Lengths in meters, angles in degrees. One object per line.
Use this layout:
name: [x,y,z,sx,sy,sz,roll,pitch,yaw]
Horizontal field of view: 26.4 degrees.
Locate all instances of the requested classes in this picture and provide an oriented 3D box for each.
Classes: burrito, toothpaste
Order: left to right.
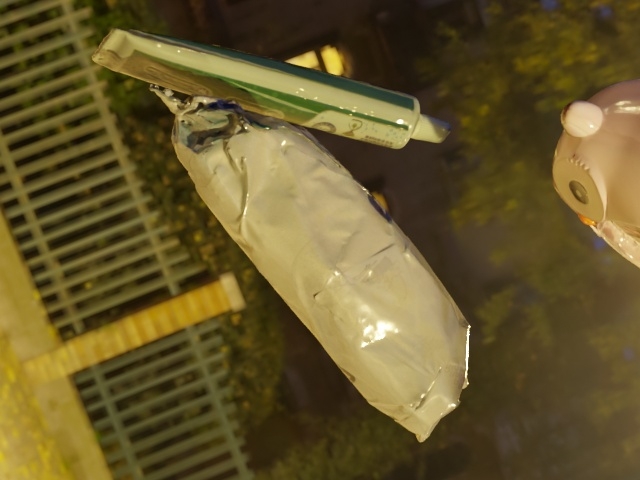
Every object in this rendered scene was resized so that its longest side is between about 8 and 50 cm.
toothpaste: [-0.041,-0.159,1.436,0.099,0.392,0.061,149,-49,-65]
burrito: [0.000,0.000,1.341,0.445,0.139,0.101,50,-15,-12]

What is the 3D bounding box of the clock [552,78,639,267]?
clock: [0.516,-0.085,1.900,0.377,0.250,0.368,29,-6,14]
